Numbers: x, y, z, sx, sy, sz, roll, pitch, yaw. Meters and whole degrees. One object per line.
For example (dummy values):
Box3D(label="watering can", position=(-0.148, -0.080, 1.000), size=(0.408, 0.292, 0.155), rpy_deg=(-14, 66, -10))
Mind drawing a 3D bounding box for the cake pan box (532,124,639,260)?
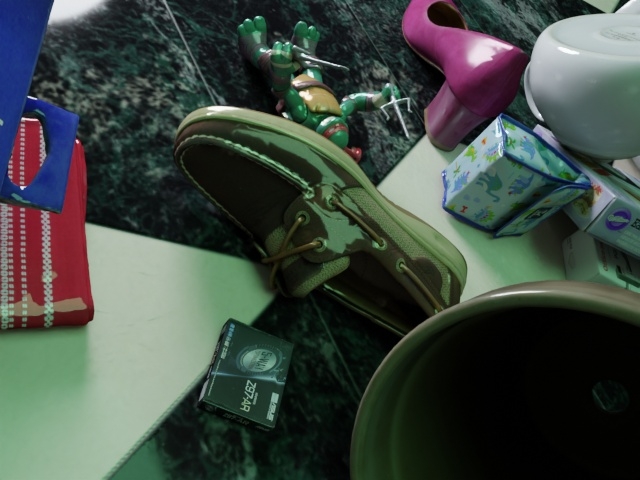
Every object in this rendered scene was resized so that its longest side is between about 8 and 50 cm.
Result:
Box3D(label="cake pan box", position=(0.443, -0.055, 0.890), size=(0.245, 0.070, 0.267), rpy_deg=(25, 26, -17))

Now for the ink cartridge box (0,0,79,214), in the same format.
Box3D(label="ink cartridge box", position=(-0.317, -0.138, 0.328), size=(0.395, 0.151, 0.270), rpy_deg=(48, 33, -53))

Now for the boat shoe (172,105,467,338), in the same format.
Box3D(label="boat shoe", position=(0.000, 0.000, 0.585), size=(0.341, 0.123, 0.123), rpy_deg=(34, 45, -16))

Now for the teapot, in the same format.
Box3D(label="teapot", position=(0.410, -0.201, 0.845), size=(0.252, 0.187, 0.256), rpy_deg=(10, 38, 20))

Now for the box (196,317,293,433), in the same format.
Box3D(label="box", position=(-0.064, 0.118, 0.524), size=(0.067, 0.018, 0.083), rpy_deg=(26, 48, -14))

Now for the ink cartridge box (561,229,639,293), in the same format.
Box3D(label="ink cartridge box", position=(0.426, 0.049, 0.864), size=(0.135, 0.056, 0.099), rpy_deg=(25, 48, -16))

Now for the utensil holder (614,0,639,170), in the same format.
Box3D(label="utensil holder", position=(0.707, -0.250, 1.078), size=(0.327, 0.327, 0.386), rpy_deg=(-12, 67, -38))

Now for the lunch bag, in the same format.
Box3D(label="lunch bag", position=(0.257, -0.071, 0.791), size=(0.151, 0.129, 0.096), rpy_deg=(23, 50, -19))

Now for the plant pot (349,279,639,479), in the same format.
Box3D(label="plant pot", position=(0.231, 0.177, 0.506), size=(0.280, 0.323, 0.323), rpy_deg=(-11, 64, -56))

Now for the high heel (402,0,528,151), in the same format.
Box3D(label="high heel", position=(0.229, -0.321, 0.916), size=(0.127, 0.181, 0.378), rpy_deg=(15, 52, -24))

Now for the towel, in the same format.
Box3D(label="towel", position=(-0.318, -0.019, 0.452), size=(0.274, 0.031, 0.199), rpy_deg=(1, 60, -30))

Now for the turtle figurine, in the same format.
Box3D(label="turtle figurine", position=(-0.006, -0.179, 0.710), size=(0.175, 0.118, 0.234), rpy_deg=(10, 37, -45))
